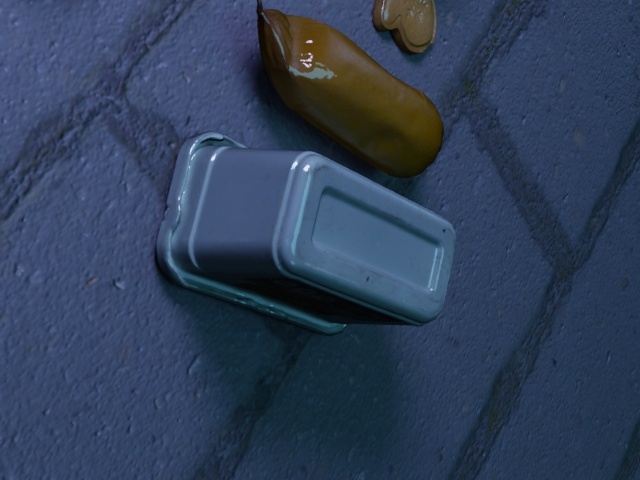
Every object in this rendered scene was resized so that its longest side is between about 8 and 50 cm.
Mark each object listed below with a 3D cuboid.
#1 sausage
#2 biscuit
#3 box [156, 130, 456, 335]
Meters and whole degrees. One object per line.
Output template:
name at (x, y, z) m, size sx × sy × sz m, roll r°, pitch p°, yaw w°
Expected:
sausage at (0.022, -0.179, 1.219) m, size 0.328 × 0.112 × 0.112 m, roll 30°, pitch 70°, yaw -41°
biscuit at (0.110, -0.308, 1.361) m, size 0.118 × 0.023 × 0.140 m, roll -44°, pitch 122°, yaw -36°
box at (0.000, 0.000, 1.147) m, size 0.311 × 0.182 × 0.175 m, roll 23°, pitch 75°, yaw -43°
